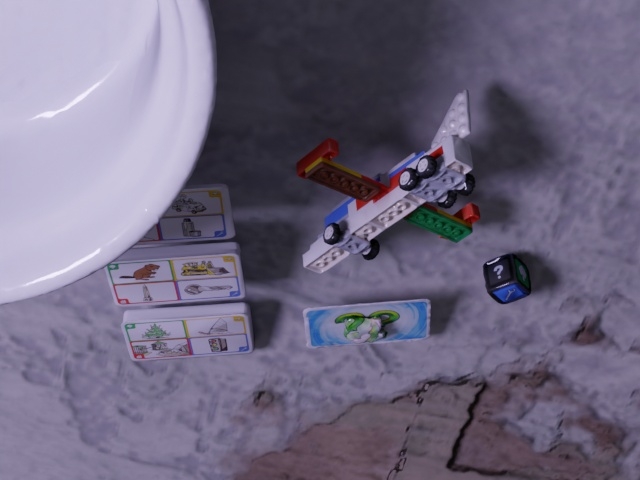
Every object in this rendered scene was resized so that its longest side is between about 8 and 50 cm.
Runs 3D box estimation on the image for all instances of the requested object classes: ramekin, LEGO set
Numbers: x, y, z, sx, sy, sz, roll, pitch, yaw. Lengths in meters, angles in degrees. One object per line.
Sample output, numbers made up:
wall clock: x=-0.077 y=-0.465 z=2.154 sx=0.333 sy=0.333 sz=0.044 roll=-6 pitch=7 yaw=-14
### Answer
ramekin: x=-0.185 y=-0.114 z=0.671 sx=0.277 sy=0.135 sz=0.277 roll=-1 pitch=128 yaw=-2
LEGO set: x=0.000 y=0.000 z=0.829 sx=0.244 sy=0.060 sz=0.182 roll=-4 pitch=147 yaw=1
